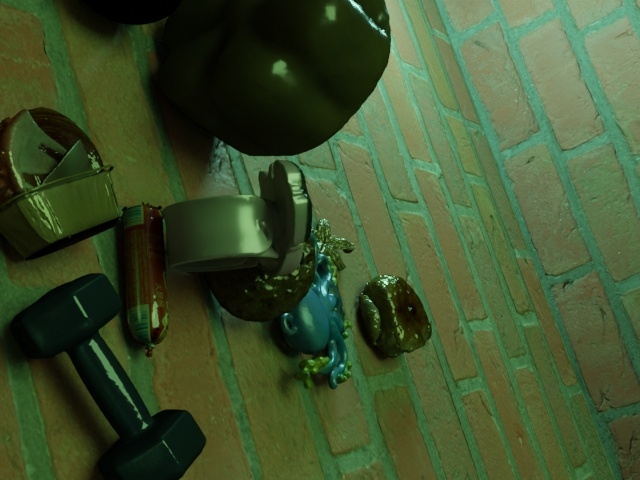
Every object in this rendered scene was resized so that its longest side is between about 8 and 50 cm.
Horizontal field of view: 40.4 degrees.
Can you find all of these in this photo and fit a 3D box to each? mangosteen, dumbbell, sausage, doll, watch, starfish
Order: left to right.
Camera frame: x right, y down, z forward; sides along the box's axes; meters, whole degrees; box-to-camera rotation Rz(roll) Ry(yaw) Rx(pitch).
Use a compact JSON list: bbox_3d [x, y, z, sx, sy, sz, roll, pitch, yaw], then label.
[{"bbox_3d":[-0.305,0.210,1.260,0.325,0.144,0.160,61,27,-9],"label":"dumbbell"},{"bbox_3d":[-0.369,-0.541,1.670,0.233,0.287,0.287,-31,96,-33],"label":"mangosteen"},{"bbox_3d":[-0.295,0.069,1.464,0.083,0.083,0.264,25,49,-50],"label":"sausage"},{"bbox_3d":[-0.147,-0.035,1.475,0.231,0.244,0.196,-2,81,-20],"label":"watch"},{"bbox_3d":[-0.022,0.146,1.864,0.341,0.099,0.346,-7,81,-73],"label":"doll"},{"bbox_3d":[0.008,-0.005,2.058,0.209,0.053,0.150,45,29,-29],"label":"starfish"}]

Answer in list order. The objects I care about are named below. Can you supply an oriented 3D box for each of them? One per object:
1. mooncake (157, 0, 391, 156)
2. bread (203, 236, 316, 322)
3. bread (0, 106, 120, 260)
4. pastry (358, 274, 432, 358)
[{"bbox_3d":[-0.098,-0.404,1.771,0.262,0.467,0.467,38,38,-45],"label":"mooncake"},{"bbox_3d":[-0.113,0.038,1.663,0.230,0.123,0.230,6,70,-18],"label":"bread"},{"bbox_3d":[-0.412,-0.092,1.319,0.224,0.142,0.212,-32,100,-61],"label":"bread"},{"bbox_3d":[0.188,0.194,2.155,0.229,0.100,0.218,37,39,-40],"label":"pastry"}]
